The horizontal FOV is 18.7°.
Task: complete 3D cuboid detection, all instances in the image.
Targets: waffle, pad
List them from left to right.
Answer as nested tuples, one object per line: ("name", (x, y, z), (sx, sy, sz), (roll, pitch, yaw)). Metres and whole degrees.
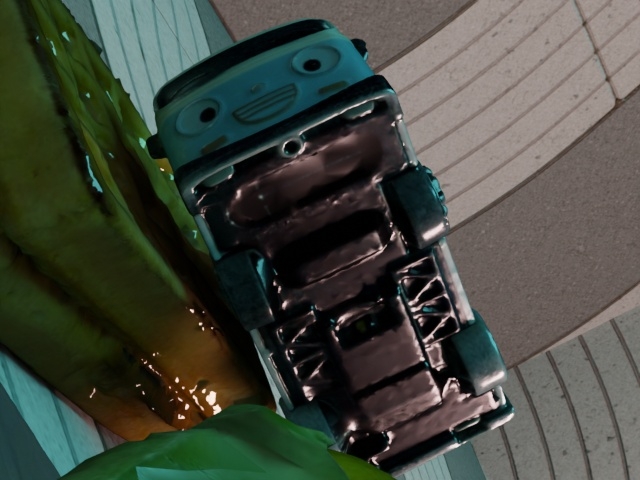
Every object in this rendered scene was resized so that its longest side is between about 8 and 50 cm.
("pad", (-0.122, 0.136, 0.912), (0.188, 0.006, 0.113), (61, 6, -18))
("waffle", (-0.134, -0.016, 1.082), (0.327, 0.098, 0.224), (58, 8, -61))

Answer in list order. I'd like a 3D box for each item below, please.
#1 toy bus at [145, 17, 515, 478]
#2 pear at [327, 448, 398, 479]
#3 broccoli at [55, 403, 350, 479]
("toy bus", (0.000, 0.000, 1.109), (0.165, 0.133, 0.271), (-118, -176, -48))
("pear", (-0.011, 0.186, 0.762), (0.200, 0.200, 0.200), (62, 5, -10))
("broccoli", (-0.089, 0.108, 0.287), (0.261, 0.241, 0.269), (41, -42, 46))
